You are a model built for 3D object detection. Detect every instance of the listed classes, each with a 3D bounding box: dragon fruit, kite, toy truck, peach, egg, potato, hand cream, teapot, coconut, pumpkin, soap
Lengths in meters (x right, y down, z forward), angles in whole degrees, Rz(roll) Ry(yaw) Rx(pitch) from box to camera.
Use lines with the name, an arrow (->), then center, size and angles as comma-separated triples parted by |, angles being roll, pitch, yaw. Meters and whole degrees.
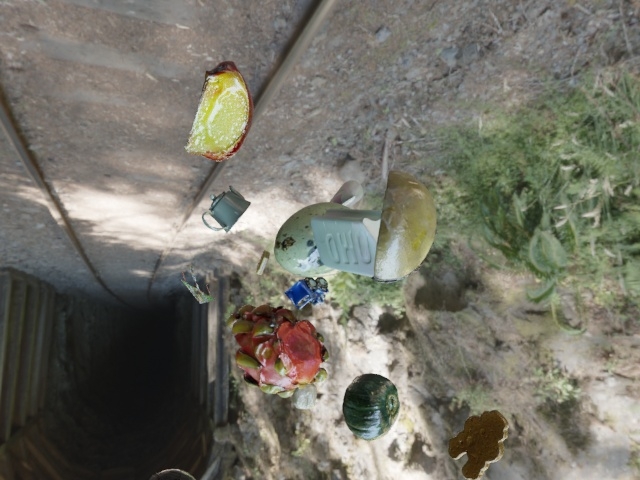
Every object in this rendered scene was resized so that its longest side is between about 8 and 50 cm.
dragon fruit -> -0.122, 0.279, 1.145 | 0.243, 0.307, 0.228 | -39, 142, 22
kite -> -0.512, 0.192, 1.737 | 0.198, 0.006, 0.244 | 24, 137, 19
toy truck -> -0.056, 0.244, 1.927 | 0.208, 0.126, 0.113 | 5, 140, -47
peach -> -0.270, -0.357, 1.178 | 0.159, 0.267, 0.154 | 14, -172, -17
egg -> 0.000, 0.000, 1.613 | 0.379, 0.287, 0.288 | -25, -175, -36
potato -> 0.177, -0.048, 0.843 | 0.121, 0.261, 0.100 | 6, 153, 15
hand cream -> 0.119, -0.207, 2.025 | 0.186, 0.118, 0.358 | -26, -172, 22
teapot -> -0.391, -0.131, 1.695 | 0.149, 0.239, 0.162 | 40, 138, -13
coconut -> -0.061, 0.635, 1.738 | 0.110, 0.124, 0.110 | 3, 166, 1
pumpkin -> 0.215, 0.792, 1.946 | 0.264, 0.292, 0.197 | -2, -167, 33
soap -> 0.108, 0.005, 1.174 | 0.095, 0.172, 0.290 | -27, -159, -34

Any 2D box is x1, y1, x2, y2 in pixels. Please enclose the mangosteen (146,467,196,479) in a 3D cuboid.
mangosteen -> -0.526, 0.971, 1.476 | 0.275, 0.275, 0.302 | -14, 128, 47

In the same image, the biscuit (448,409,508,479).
biscuit -> 0.637, 0.803, 1.664 | 0.044, 0.186, 0.295 | 15, 117, -40

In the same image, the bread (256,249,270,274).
bread -> -0.274, 0.105, 1.993 | 0.035, 0.094, 0.090 | 23, -163, -12
